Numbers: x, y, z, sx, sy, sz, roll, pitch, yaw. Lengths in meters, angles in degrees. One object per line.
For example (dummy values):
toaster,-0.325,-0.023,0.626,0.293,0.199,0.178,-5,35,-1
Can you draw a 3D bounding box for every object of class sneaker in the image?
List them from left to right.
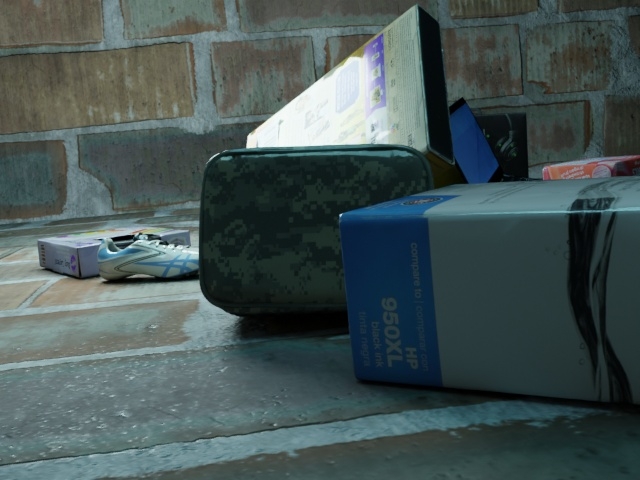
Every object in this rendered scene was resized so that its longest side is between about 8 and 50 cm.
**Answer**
sneaker,-0.293,0.027,1.431,0.237,0.086,0.085,-2,6,8

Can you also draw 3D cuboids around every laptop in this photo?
laptop,0.322,-0.127,1.247,0.264,0.137,0.234,12,23,18

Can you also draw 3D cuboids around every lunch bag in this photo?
lunch bag,0.000,0.000,1.042,0.305,0.213,0.256,-2,-11,6

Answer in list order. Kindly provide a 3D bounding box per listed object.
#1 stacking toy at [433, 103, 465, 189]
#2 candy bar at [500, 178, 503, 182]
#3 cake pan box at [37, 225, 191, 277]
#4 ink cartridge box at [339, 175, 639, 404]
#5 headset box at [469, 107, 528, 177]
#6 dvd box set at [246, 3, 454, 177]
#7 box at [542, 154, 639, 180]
stacking toy,0.158,-0.075,1.338,0.350,0.351,0.480,-6,22,-12
candy bar,0.280,-0.120,1.343,0.018,0.040,0.161,-24,-32,26
cake pan box,-0.433,0.020,1.655,0.245,0.070,0.267,-12,10,-34
ink cartridge box,0.259,0.030,0.732,0.394,0.166,0.285,-1,8,32
headset box,0.410,-0.208,2.079,0.246,0.283,0.131,-8,8,-19
dvd box set,0.025,-0.148,1.271,0.062,0.308,0.420,29,-44,-33
box,0.602,-0.103,1.679,0.154,0.142,0.300,1,9,36
